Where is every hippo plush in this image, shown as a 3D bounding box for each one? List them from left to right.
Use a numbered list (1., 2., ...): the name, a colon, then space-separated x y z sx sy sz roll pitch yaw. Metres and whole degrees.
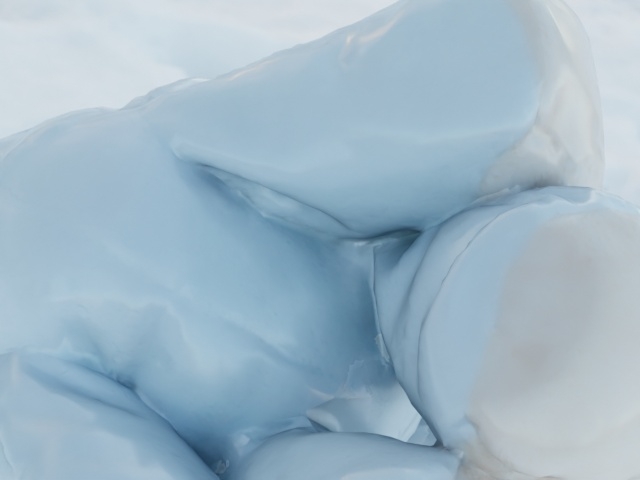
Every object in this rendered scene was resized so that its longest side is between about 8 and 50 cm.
1. hippo plush: -0.007 0.068 0.562 0.294 0.236 0.234 -5 65 19
